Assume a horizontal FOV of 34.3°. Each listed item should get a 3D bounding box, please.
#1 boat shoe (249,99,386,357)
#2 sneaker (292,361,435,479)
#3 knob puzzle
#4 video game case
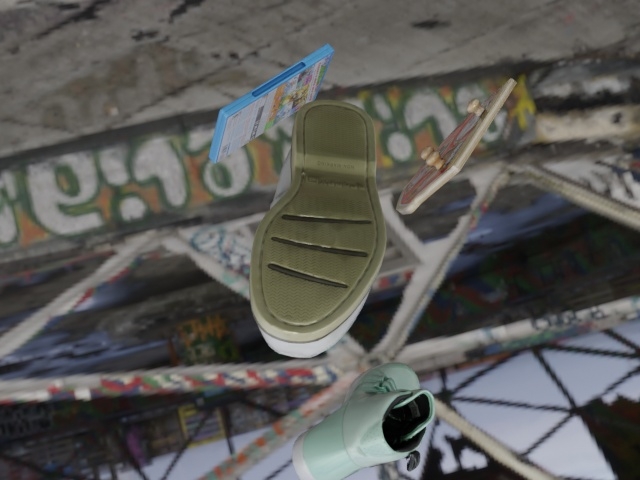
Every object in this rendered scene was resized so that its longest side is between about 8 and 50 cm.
[{"bbox_3d":[0.000,0.000,0.935,0.113,0.302,0.103,12,132,2],"label":"boat shoe"},{"bbox_3d":[0.092,0.203,1.215,0.151,0.094,0.256,-24,-176,35],"label":"sneaker"},{"bbox_3d":[0.145,-0.106,1.276,0.213,0.030,0.213,-50,-174,7],"label":"knob puzzle"},{"bbox_3d":[-0.060,-0.165,1.258,0.166,0.015,0.119,-35,168,-24],"label":"video game case"}]
